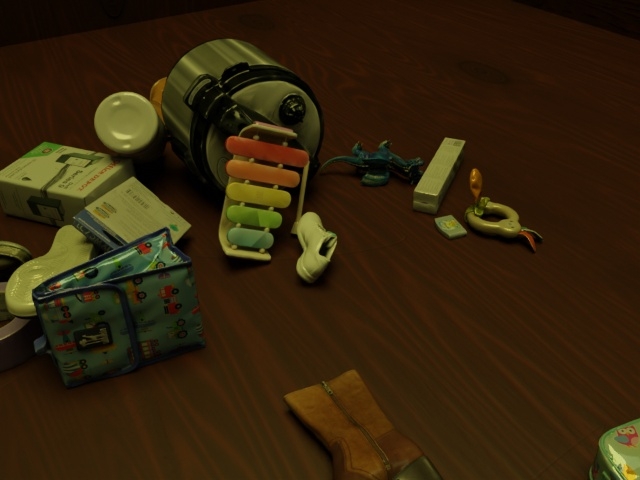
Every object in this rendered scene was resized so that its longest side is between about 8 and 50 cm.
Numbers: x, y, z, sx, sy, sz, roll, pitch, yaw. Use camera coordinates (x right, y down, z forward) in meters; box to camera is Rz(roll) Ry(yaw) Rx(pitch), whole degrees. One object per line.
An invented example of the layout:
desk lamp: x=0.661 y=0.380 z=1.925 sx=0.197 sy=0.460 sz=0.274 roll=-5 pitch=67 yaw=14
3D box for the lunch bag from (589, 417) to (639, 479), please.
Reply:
lunch bag: x=0.542 y=0.381 z=0.901 sx=0.224 sy=0.107 sz=0.279 roll=-17 pitch=37 yaw=-12

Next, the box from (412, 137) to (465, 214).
box: x=0.330 y=-0.184 z=1.713 sx=0.067 sy=0.063 sz=0.324 roll=12 pitch=38 yaw=19

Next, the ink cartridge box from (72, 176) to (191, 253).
ink cartridge box: x=-0.414 y=-0.026 z=1.377 sx=0.186 sy=0.065 sz=0.311 roll=41 pitch=17 yaw=-9

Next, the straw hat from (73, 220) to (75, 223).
straw hat: x=-0.518 y=-0.013 z=1.505 sx=0.145 sy=0.144 sz=0.061 roll=-4 pitch=-6 yaw=-4

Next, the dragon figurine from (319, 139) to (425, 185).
dragon figurine: x=0.147 y=-0.208 z=1.733 sx=0.290 sy=0.085 sz=0.144 roll=-5 pitch=36 yaw=-7

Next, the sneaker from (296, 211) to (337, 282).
sneaker: x=0.000 y=0.000 z=1.434 sx=0.080 sy=0.094 sz=0.212 roll=32 pitch=35 yaw=-28

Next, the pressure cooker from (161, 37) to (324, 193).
pressure cooker: x=-0.199 y=-0.313 z=1.645 sx=0.370 sy=0.375 sz=0.420 roll=-17 pitch=38 yaw=-25

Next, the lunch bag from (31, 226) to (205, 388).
lunch bag: x=-0.385 y=0.137 z=1.166 sx=0.293 sy=0.220 sz=0.138 roll=-21 pitch=41 yaw=-24

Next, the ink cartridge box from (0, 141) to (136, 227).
ink cartridge box: x=-0.659 y=-0.143 z=1.638 sx=0.290 sy=0.121 sz=0.211 roll=12 pitch=39 yaw=16

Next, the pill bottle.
pill bottle: x=-0.509 y=-0.297 z=1.715 sx=0.161 sy=0.160 sz=0.283 roll=-6 pitch=-1 yaw=-7

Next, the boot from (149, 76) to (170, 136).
boot: x=-0.486 y=-0.437 z=2.066 sx=0.211 sy=0.104 sz=0.295 roll=21 pitch=47 yaw=20

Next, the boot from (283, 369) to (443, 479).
boot: x=0.015 y=0.332 z=0.996 sx=0.264 sy=0.096 sz=0.280 roll=-20 pitch=40 yaw=-23

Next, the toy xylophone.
toy xylophone: x=-0.123 y=-0.112 z=1.452 sx=0.236 sy=0.322 sz=0.081 roll=-1 pitch=13 yaw=-28

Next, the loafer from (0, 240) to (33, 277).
loafer: x=-0.774 y=0.070 z=1.394 sx=0.251 sy=0.094 sz=0.087 roll=-11 pitch=49 yaw=-5

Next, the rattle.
rattle: x=0.452 y=-0.076 z=1.507 sx=0.130 sy=0.142 sz=0.200 roll=-4 pitch=26 yaw=-35

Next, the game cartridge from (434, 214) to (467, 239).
game cartridge: x=0.319 y=-0.033 z=1.550 sx=0.056 sy=0.017 sz=0.083 roll=-16 pitch=38 yaw=-13

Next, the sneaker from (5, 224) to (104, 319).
sneaker: x=-0.517 y=0.094 z=1.269 sx=0.131 sy=0.148 sz=0.350 roll=4 pitch=23 yaw=1

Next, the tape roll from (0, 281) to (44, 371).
tape roll: x=-0.651 y=0.172 z=1.246 sx=0.189 sy=0.080 sz=0.189 roll=0 pitch=36 yaw=0
